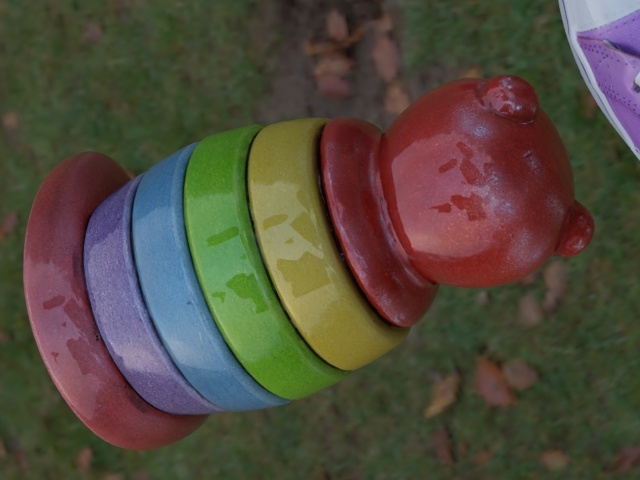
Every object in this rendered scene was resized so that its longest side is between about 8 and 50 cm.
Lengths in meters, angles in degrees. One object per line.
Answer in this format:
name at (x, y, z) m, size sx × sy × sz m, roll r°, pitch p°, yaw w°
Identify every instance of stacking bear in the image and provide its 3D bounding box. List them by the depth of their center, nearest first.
stacking bear at (0.000, 0.000, 0.983) m, size 0.289 × 0.164 × 0.175 m, roll -21°, pitch 105°, yaw 20°

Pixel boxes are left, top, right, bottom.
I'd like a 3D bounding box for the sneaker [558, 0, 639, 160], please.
sneaker at (0.177, -0.014, 0.627) m, size 0.102 × 0.161 × 0.282 m, roll -34°, pitch 92°, yaw 12°
